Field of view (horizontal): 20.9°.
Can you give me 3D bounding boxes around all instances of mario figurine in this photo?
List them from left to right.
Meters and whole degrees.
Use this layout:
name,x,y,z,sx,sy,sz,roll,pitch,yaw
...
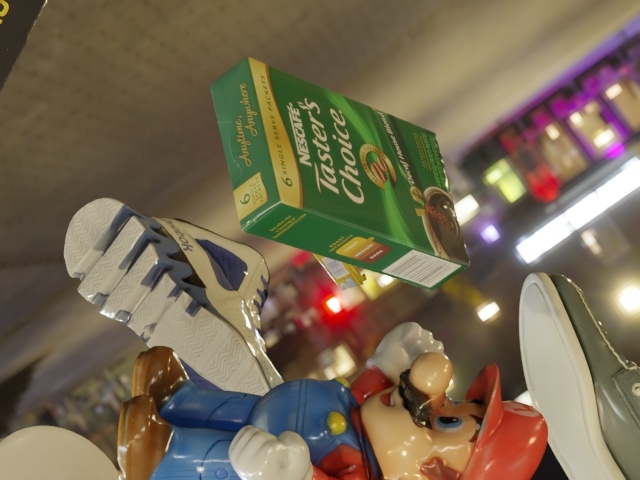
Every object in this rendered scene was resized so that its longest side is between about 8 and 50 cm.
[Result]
name,x,y,z,sx,sy,sz,roll,pitch,yaw
mario figurine,0.014,0.123,1.313,0.320,0.198,0.170,5,150,0

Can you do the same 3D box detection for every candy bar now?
name,x,y,z,sx,sy,sz,roll,pitch,yaw
candy bar,0.000,0.000,2.019,0.040,0.161,0.018,-24,-151,24

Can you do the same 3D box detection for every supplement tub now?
name,x,y,z,sx,sy,sz,roll,pitch,yaw
supplement tub,-0.404,0.391,2.193,0.235,0.235,0.325,-33,173,-47

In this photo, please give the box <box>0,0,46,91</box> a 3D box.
name,x,y,z,sx,sy,sz,roll,pitch,yaw
box,-0.383,-0.195,1.664,0.318,0.097,0.395,-64,-152,-2

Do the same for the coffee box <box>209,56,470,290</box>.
name,x,y,z,sx,sy,sz,roll,pitch,yaw
coffee box,0.015,-0.040,1.118,0.184,0.113,0.040,19,138,-43

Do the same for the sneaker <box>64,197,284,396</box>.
name,x,y,z,sx,sy,sz,roll,pitch,yaw
sneaker,-0.097,0.081,1.704,0.127,0.315,0.182,-47,158,27

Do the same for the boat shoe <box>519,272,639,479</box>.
name,x,y,z,sx,sy,sz,roll,pitch,yaw
boat shoe,0.265,0.167,1.508,0.099,0.319,0.116,-14,157,-18
